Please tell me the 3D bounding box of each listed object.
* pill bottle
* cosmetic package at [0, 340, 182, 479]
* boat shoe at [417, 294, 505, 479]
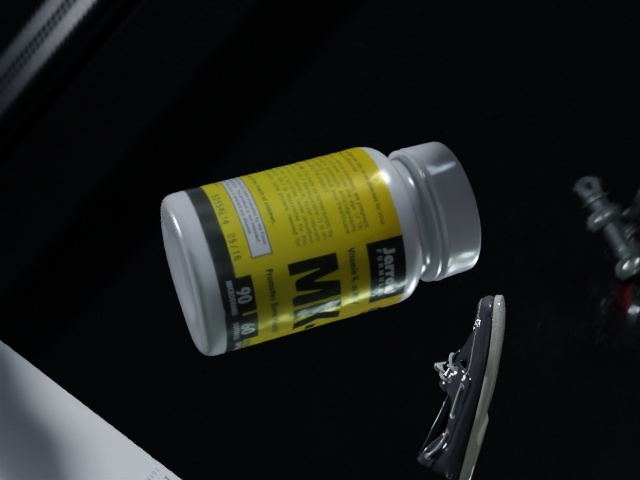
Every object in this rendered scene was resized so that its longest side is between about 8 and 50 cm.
[{"bbox_3d":[0.000,0.000,0.821,0.208,0.119,0.119,-15,-90,-14],"label":"pill bottle"},{"bbox_3d":[-0.331,0.209,1.048,0.365,0.197,0.155,35,-65,2],"label":"cosmetic package"},{"bbox_3d":[0.141,0.147,1.153,0.065,0.075,0.206,13,-70,14],"label":"boat shoe"}]
